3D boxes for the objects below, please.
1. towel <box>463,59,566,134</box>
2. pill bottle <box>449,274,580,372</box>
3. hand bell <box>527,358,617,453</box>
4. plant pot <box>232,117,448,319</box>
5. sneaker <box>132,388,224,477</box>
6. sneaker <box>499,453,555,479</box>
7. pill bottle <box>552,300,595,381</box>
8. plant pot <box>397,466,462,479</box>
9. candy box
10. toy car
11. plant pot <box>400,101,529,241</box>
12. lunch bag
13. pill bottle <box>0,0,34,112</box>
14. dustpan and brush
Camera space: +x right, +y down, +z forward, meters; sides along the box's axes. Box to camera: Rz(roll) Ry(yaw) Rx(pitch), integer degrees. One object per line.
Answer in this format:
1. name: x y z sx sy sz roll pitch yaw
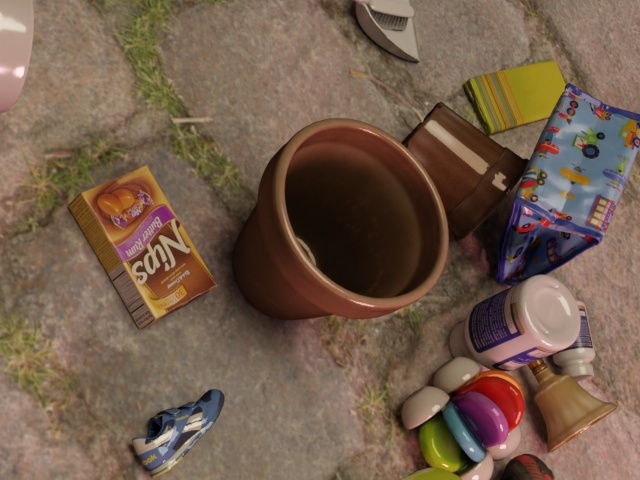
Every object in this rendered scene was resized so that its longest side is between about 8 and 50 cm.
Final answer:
1. towel: 0.350 -0.251 2.025 0.237 0.021 0.102 -18 85 -39
2. pill bottle: 0.276 0.130 1.692 0.112 0.187 0.112 14 62 -29
3. hand bell: 0.328 0.190 1.775 0.126 0.126 0.242 -21 70 -38
4. plant pot: 0.000 0.000 1.538 0.263 0.229 0.263 14 63 -28
5. sneaker: -0.174 0.225 1.433 0.059 0.053 0.144 48 50 -4
6. sneaker: 0.254 0.414 1.606 0.135 0.098 0.276 29 57 -23
7. pill bottle: 0.396 0.160 1.837 0.067 0.067 0.120 6 66 -32
8. plant pot: 0.087 0.414 1.420 0.227 0.228 0.207 -14 70 -37
9. candy box: -0.228 0.007 1.496 0.109 0.053 0.186 -29 88 -40
10. toy car: 0.218 0.250 1.631 0.182 0.136 0.159 -36 92 -39
11. plant pot: 0.204 -0.115 1.781 0.165 0.167 0.167 42 52 -3
12. lunch bag: 0.360 -0.059 1.774 0.138 0.293 0.221 25 67 5
13. pill bottle: -0.527 -0.251 1.314 0.361 0.204 0.204 4 67 -33
14. dustpan and brush: 0.085 -0.377 1.875 0.211 0.060 0.147 6 66 -32
